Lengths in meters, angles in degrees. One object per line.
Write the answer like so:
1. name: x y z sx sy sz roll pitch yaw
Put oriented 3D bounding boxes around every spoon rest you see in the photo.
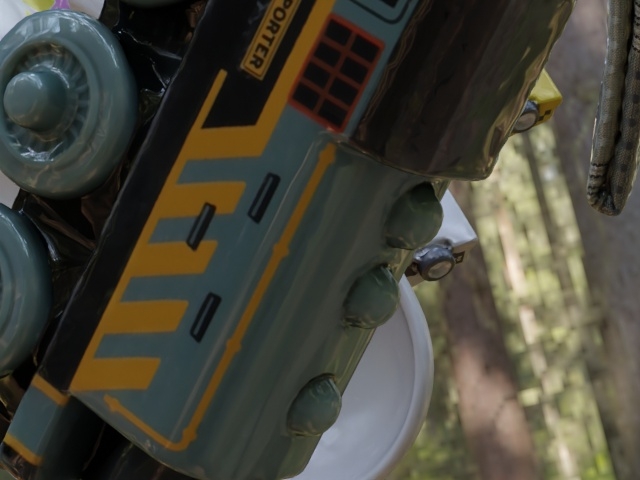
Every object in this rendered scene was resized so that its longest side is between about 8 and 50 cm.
1. spoon rest: 0.000 0.000 1.005 0.137 0.276 0.084 -12 -20 37

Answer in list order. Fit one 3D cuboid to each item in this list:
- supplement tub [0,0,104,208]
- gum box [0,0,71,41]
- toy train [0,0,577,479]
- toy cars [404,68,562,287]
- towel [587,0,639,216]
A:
1. supplement tub: -0.151 -0.109 1.392 0.191 0.191 0.272 -22 1 19
2. gum box: -0.175 -0.121 0.841 0.107 0.188 0.062 -15 -18 -12
3. toy train: -0.039 -0.027 0.783 0.142 0.190 0.334 5 -64 -59
4. toy cars: 0.087 -0.053 1.811 0.176 0.393 0.087 24 -38 13
5. towel: 0.224 -0.219 1.347 0.056 0.312 0.324 9 -63 11
